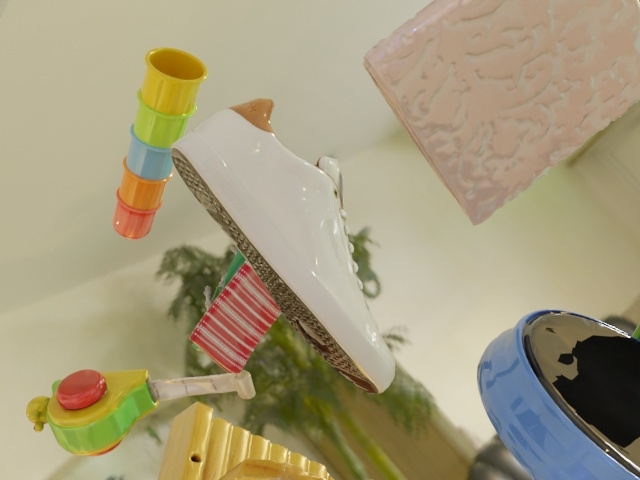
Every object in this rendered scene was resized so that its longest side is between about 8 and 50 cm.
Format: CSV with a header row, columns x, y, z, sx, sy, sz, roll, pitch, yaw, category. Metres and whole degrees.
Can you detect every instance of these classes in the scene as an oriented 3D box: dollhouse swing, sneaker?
x,y,z,sx,sy,sz,roll,pitch,yaw,category
-0.026,0.348,1.542,0.305,0.347,0.315,-53,18,33,dollhouse swing
0.000,0.000,0.925,0.123,0.290,0.106,-38,10,-18,sneaker

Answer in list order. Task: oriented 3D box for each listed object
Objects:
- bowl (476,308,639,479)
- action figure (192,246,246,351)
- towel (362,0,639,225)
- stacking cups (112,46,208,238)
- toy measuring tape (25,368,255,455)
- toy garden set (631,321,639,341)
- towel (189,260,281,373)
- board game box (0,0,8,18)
x,y,z,sx,sy,sz,roll,pitch,yaw,category
0.369,0.222,1.215,0.077,0.391,0.391,-60,-16,24,bowl
-0.213,0.130,2.218,0.137,0.064,0.232,70,-140,-65,action figure
0.251,-0.216,1.293,0.332,0.053,0.317,-38,-49,1,towel
-0.261,-0.136,1.585,0.096,0.096,0.316,-30,-29,-51,stacking cups
-0.258,0.234,1.422,0.330,0.121,0.121,-5,-1,14,toy measuring tape
0.540,0.157,1.366,0.049,0.244,0.203,-31,-33,-63,toy garden set
-0.125,0.118,2.001,0.275,0.031,0.199,-53,-33,-12,towel
-0.402,-0.150,0.936,0.316,0.064,0.242,-52,16,-20,board game box
